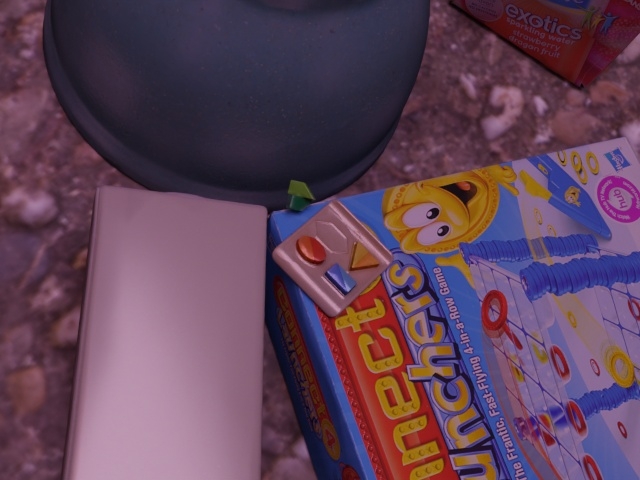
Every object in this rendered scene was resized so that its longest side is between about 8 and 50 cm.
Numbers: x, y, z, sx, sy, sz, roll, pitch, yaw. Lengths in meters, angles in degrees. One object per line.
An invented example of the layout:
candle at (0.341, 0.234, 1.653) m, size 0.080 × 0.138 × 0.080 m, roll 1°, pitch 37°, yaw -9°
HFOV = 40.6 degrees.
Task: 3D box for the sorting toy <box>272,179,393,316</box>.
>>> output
sorting toy at (0.000, 0.000, 0.546) m, size 0.083 × 0.012 × 0.062 m, roll 45°, pitch 62°, yaw 5°

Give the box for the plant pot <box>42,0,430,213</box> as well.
plant pot at (-0.043, -0.190, 0.612) m, size 0.292 × 0.196 × 0.293 m, roll 7°, pitch 66°, yaw -15°

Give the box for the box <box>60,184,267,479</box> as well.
box at (-0.096, 0.112, 0.518) m, size 0.113 × 0.094 × 0.275 m, roll 8°, pitch 64°, yaw -15°

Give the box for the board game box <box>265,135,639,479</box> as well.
board game box at (0.140, 0.101, 0.602) m, size 0.301 × 0.086 × 0.308 m, roll -14°, pitch 72°, yaw -23°

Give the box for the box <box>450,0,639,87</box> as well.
box at (0.264, -0.310, 0.794) m, size 0.154 × 0.142 × 0.300 m, roll 34°, pitch 61°, yaw -2°
